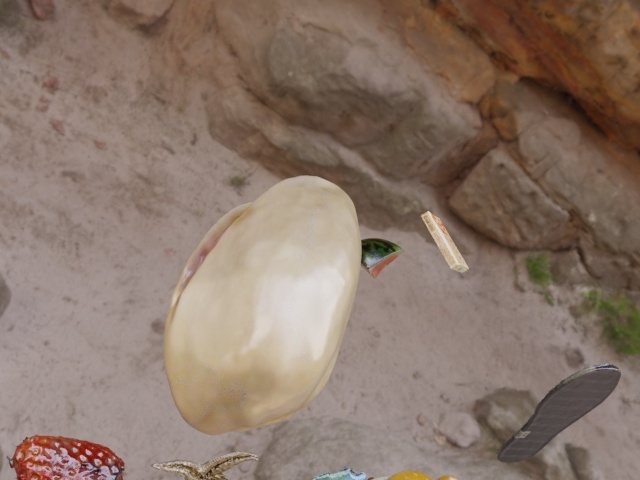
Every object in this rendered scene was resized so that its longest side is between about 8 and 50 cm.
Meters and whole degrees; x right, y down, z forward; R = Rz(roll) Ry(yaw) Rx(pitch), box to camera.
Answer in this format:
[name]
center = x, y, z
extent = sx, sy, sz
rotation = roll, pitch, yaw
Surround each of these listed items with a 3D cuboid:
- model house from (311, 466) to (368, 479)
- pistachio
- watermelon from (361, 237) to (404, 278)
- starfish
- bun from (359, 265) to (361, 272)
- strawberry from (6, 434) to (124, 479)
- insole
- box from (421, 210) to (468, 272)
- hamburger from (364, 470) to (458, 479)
[model house]
center = 0.040, 0.779, 1.691
extent = 0.225, 0.241, 0.261
rotation = -3, 47, -42
[pistachio]
center = -0.061, 0.067, 0.693
extent = 0.187, 0.187, 0.299
rotation = 27, 57, -17
[watermelon]
center = 0.185, 0.037, 2.097
extent = 0.137, 0.145, 0.193
rotation = 49, -1, -26
[starfish]
center = -0.231, 0.470, 1.255
extent = 0.238, 0.213, 0.057
rotation = 50, -6, -29
[bun]
center = 0.000, 0.000, 1.472
extent = 0.141, 0.239, 0.239
rotation = -17, 60, -6
[strawberry]
center = -0.564, 0.560, 1.517
extent = 0.253, 0.150, 0.280
rotation = -35, 109, -68
[insole]
center = 0.360, 0.273, 0.987
extent = 0.110, 0.310, 0.012
rotation = 5, 47, -18
[box]
center = 0.182, 0.003, 0.939
extent = 0.058, 0.015, 0.093
rotation = 17, 43, -61
[hamburger]
center = 0.219, 0.677, 1.524
extent = 0.302, 0.186, 0.261
rotation = 2, 62, -43
